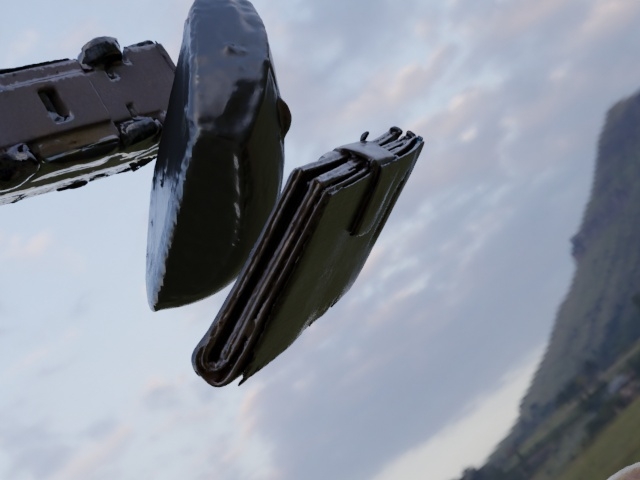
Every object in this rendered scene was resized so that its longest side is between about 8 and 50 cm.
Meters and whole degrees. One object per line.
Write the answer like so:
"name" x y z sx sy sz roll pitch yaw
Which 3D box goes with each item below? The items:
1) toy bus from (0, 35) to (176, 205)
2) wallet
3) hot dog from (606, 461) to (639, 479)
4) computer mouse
"toy bus" -0.252 -0.088 1.093 0.138 0.112 0.317 -35 -11 39
"wallet" 0.000 0.000 0.711 0.124 0.042 0.230 -63 -11 16
"hot dog" 0.379 0.320 1.003 0.223 0.405 0.185 -30 -58 10
"computer mouse" -0.081 -0.056 1.037 0.100 0.170 0.269 5 -40 -14
